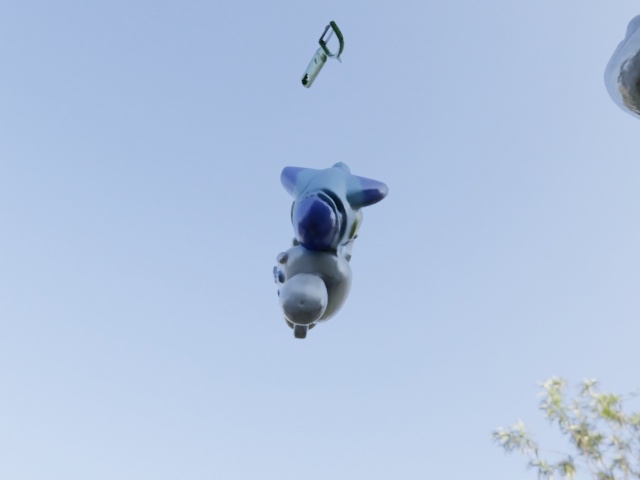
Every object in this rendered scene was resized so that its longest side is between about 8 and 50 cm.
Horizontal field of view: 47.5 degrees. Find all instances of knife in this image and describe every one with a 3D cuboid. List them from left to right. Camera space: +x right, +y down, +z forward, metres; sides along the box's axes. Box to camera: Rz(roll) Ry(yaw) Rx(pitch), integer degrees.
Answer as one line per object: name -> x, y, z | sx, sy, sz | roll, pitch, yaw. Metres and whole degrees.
knife -> 0.004, -0.290, 1.195 | 0.054, 0.015, 0.212 | 55, -19, 0

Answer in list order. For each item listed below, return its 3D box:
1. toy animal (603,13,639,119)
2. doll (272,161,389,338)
toy animal -> 0.581, -0.303, 1.151 | 0.265, 0.206, 0.271 | -33, -46, 22
doll -> -0.008, -0.003, 1.322 | 0.186, 0.366, 0.376 | 17, -11, -17
